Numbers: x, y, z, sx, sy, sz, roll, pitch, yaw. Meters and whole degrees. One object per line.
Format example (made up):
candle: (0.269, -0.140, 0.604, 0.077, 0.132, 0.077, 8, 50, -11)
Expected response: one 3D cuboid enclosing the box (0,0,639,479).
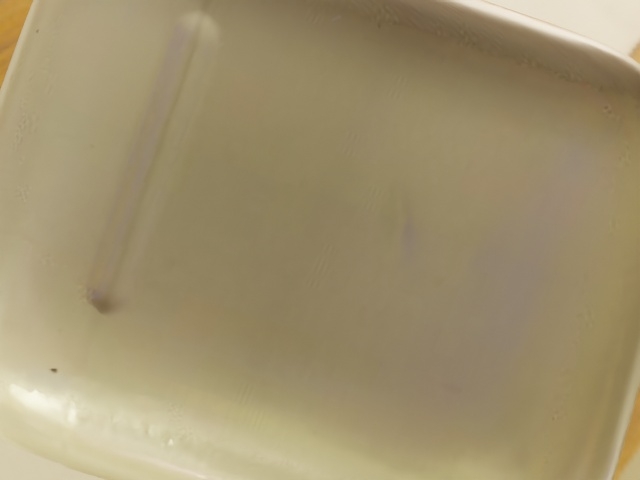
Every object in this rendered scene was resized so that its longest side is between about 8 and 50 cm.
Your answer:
box: (0.000, 0.000, 0.715, 0.349, 0.141, 0.289, 18, -98, -3)
